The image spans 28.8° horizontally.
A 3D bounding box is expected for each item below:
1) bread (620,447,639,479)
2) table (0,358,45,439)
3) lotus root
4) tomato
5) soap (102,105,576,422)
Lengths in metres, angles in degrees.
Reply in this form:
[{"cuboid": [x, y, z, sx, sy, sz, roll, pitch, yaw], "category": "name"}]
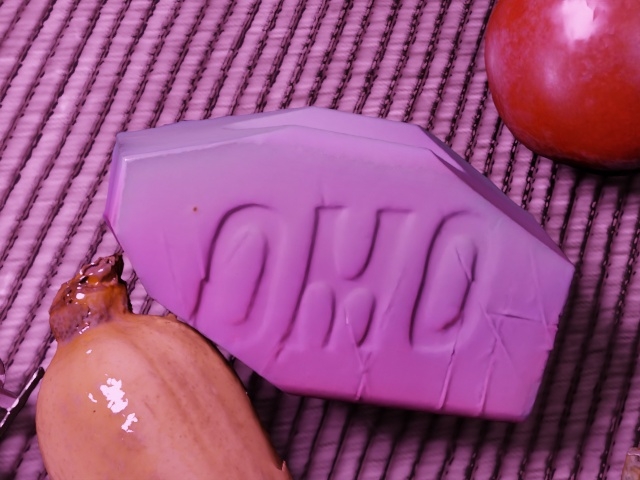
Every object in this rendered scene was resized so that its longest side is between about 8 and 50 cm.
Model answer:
[{"cuboid": [0.356, 0.189, 0.936, 0.269, 0.087, 0.098, -6, 65, -11], "category": "bread"}, {"cuboid": [-0.303, 0.131, 0.886, 0.146, 0.062, 0.175, 30, 68, 5], "category": "table"}, {"cuboid": [-0.103, 0.158, 0.864, 0.146, 0.131, 0.303, -16, 69, -48], "category": "lotus root"}, {"cuboid": [0.237, -0.144, 0.999, 0.208, 0.208, 0.184, -19, 94, -15], "category": "tomato"}, {"cuboid": [0.008, 0.009, 0.883, 0.324, 0.109, 0.193, 10, 106, -13], "category": "soap"}]
